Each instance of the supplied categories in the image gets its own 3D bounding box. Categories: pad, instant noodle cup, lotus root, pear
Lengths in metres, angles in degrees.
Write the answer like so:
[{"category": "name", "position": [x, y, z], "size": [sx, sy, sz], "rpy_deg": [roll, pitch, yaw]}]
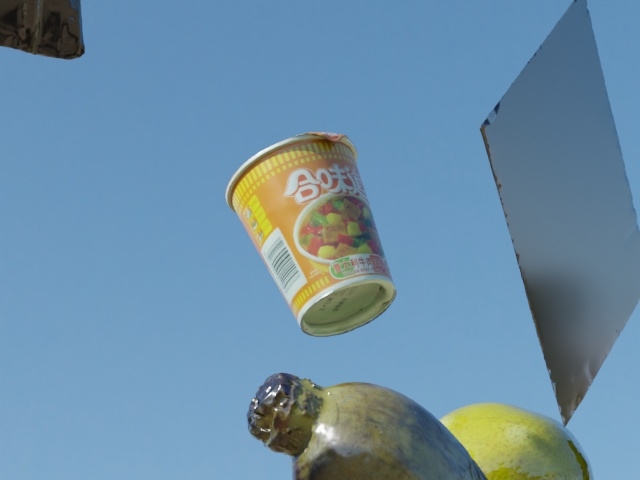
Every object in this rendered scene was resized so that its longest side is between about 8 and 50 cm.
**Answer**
[{"category": "pad", "position": [0.165, -0.019, 1.010], "size": [0.004, 0.163, 0.243], "rpy_deg": [5, -50, 35]}, {"category": "instant noodle cup", "position": [0.000, 0.000, 1.734], "size": [0.168, 0.185, 0.168], "rpy_deg": [-18, -27, -10]}, {"category": "lotus root", "position": [0.063, 0.223, 1.263], "size": [0.173, 0.173, 0.309], "rpy_deg": [-27, -70, 30]}, {"category": "pear", "position": [0.174, 0.246, 1.530], "size": [0.198, 0.198, 0.198], "rpy_deg": [-6, -30, -3]}]

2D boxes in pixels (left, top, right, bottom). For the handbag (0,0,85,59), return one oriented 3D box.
[{"category": "handbag", "position": [-0.312, -0.289, 1.392], "size": [0.211, 0.254, 0.089], "rpy_deg": [1, -11, -20]}]
